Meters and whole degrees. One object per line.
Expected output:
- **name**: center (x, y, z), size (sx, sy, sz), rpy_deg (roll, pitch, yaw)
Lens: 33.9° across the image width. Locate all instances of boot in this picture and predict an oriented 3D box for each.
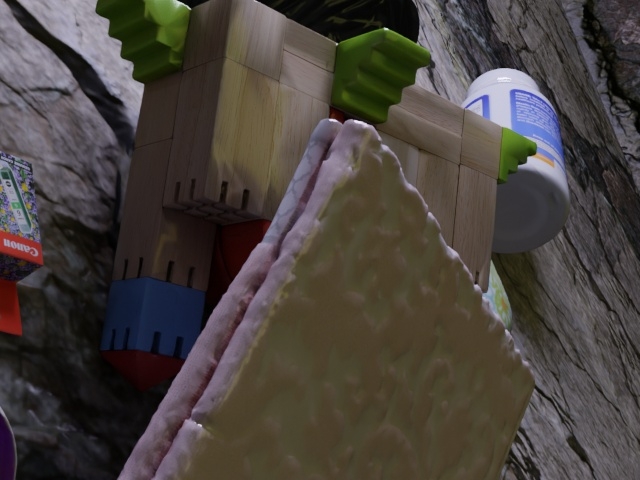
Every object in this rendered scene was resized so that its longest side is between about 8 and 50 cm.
- **boot**: center (-0.063, -0.197, 0.919), size (0.246, 0.207, 0.094), rpy_deg (2, 98, -29)

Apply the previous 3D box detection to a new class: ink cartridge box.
- **ink cartridge box**: center (-0.203, -0.004, 0.641), size (0.063, 0.029, 0.115), rpy_deg (24, 44, -51)

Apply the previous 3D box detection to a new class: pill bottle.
- **pill bottle**: center (0.256, -0.121, 1.439), size (0.152, 0.152, 0.272), rpy_deg (48, 30, -26)

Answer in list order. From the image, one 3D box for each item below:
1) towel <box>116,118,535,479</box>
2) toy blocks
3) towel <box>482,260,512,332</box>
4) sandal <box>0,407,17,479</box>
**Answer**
- **towel**: center (0.017, 0.140, 0.663), size (0.332, 0.053, 0.317), rpy_deg (52, 56, -43)
- **toy blocks**: center (0.000, 0.000, 0.782), size (0.381, 0.190, 0.261), rpy_deg (18, 72, -40)
- **towel**: center (0.061, -0.006, 1.052), size (0.374, 0.090, 0.321), rpy_deg (-12, 75, -63)
- **sandal**: center (-0.202, 0.095, 0.466), size (0.416, 0.102, 0.169), rpy_deg (56, 27, -11)
